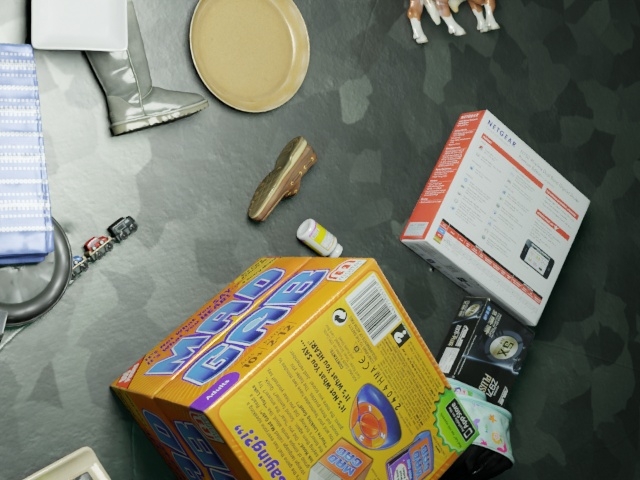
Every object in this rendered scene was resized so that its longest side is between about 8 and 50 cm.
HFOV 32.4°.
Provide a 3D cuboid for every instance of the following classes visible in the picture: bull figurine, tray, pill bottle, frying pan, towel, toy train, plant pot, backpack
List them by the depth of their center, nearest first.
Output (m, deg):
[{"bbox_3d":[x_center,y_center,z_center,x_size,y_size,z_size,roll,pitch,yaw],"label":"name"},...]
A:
[{"bbox_3d":[-0.529,-0.128,1.630,0.243,0.040,0.336,-3,83,-24],"label":"towel"},{"bbox_3d":[-0.506,0.085,1.664,0.197,0.053,0.326,37,72,-18],"label":"frying pan"},{"bbox_3d":[-0.377,-0.421,1.724,0.145,0.030,0.270,0,79,-12],"label":"tray"},{"bbox_3d":[-0.359,0.011,1.771,0.158,0.027,0.036,-42,108,-26],"label":"toy train"},{"bbox_3d":[-0.126,-0.340,1.920,0.236,0.032,0.236,1,88,-32],"label":"plant pot"},{"bbox_3d":[0.000,0.000,1.990,0.083,0.043,0.043,38,70,-27],"label":"pill bottle"},{"bbox_3d":[0.225,0.359,2.009,0.225,0.253,0.191,25,57,-29],"label":"backpack"},{"bbox_3d":[0.283,-0.496,2.140,0.310,0.101,0.188,-16,100,-32],"label":"bull figurine"}]

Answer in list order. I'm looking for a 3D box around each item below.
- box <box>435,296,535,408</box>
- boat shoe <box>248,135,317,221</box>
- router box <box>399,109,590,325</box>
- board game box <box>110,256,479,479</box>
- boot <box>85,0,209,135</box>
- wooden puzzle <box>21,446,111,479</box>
[{"bbox_3d":[0.319,0.223,2.170,0.147,0.077,0.180,37,71,-27],"label":"box"},{"bbox_3d":[-0.062,-0.101,1.939,0.060,0.064,0.178,42,66,-23],"label":"boat shoe"},{"bbox_3d":[0.355,-0.040,2.193,0.335,0.082,0.301,37,71,-27],"label":"router box"},{"bbox_3d":[-0.044,0.272,1.774,0.356,0.356,0.356,-41,110,-26],"label":"board game box"},{"bbox_3d":[-0.290,-0.290,1.800,0.189,0.076,0.208,-18,92,-32],"label":"boot"},{"bbox_3d":[-0.379,0.458,1.678,0.221,0.044,0.239,-26,76,-38],"label":"wooden puzzle"}]
